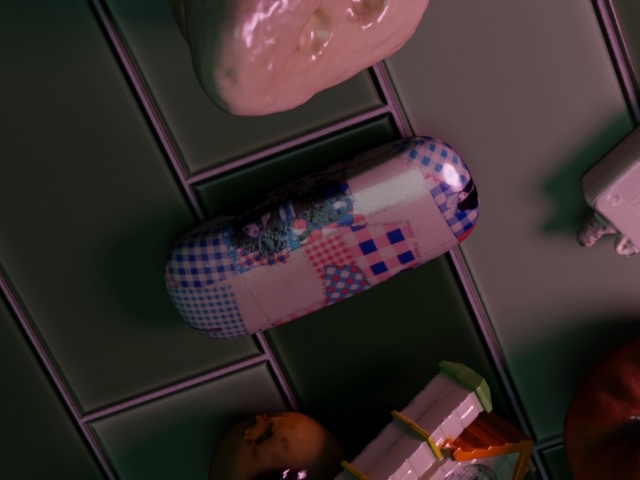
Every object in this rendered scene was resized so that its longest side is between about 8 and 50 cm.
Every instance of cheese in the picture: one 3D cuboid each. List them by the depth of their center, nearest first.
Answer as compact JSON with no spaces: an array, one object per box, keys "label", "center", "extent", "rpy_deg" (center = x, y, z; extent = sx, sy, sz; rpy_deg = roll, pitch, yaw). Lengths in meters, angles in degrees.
[{"label":"cheese","center":[-0.014,-0.218,1.511],"extent":[0.248,0.251,0.173],"rpy_deg":[-12,121,1]}]

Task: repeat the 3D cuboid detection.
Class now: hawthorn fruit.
[{"label":"hawthorn fruit","center":[0.399,0.230,1.766],"extent":[0.277,0.277,0.298],"rpy_deg":[-20,145,9]}]

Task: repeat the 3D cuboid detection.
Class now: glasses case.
[{"label":"glasses case","center":[0.000,0.000,1.722],"extent":[0.327,0.076,0.125],"rpy_deg":[-23,116,12]}]

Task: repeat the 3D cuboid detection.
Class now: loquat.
[{"label":"loquat","center":[-0.043,0.255,1.830],"extent":[0.163,0.137,0.163],"rpy_deg":[-9,115,-19]}]

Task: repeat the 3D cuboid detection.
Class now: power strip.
[{"label":"power strip","center":[0.380,-0.105,1.683],"extent":[0.098,0.058,0.338],"rpy_deg":[39,111,-21]}]

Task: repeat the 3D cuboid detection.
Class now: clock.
[{"label":"clock","center":[0.112,0.277,1.797],"extent":[0.255,0.106,0.220],"rpy_deg":[-44,135,-13]}]
